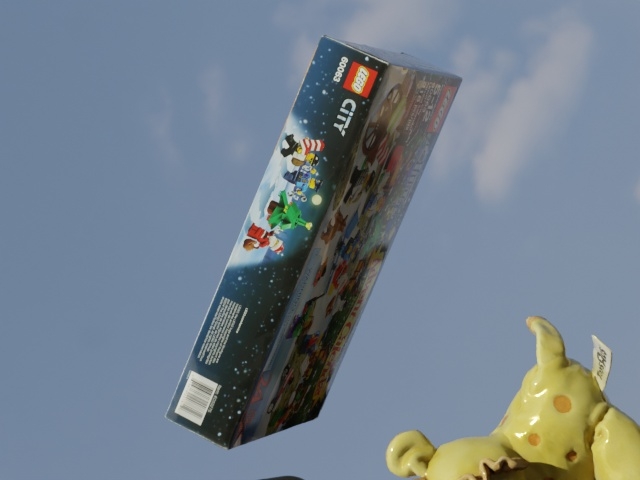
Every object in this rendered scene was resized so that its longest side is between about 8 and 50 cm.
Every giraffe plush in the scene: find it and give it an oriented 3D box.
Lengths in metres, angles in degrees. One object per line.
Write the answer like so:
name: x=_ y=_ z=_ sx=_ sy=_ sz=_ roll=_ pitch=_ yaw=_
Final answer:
giraffe plush: x=0.150 y=0.180 z=1.471 sx=0.170 sy=0.181 sz=0.210 roll=-33 pitch=-46 yaw=-13

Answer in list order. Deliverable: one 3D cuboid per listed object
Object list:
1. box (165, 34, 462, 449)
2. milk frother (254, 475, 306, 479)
box: x=0.000 y=0.000 z=1.155 sx=0.233 sy=0.044 sz=0.159 roll=-67 pitch=-17 yaw=9
milk frother: x=-0.045 y=0.269 z=1.713 sx=0.135 sy=0.143 sz=0.129 roll=-5 pitch=-90 yaw=-6
